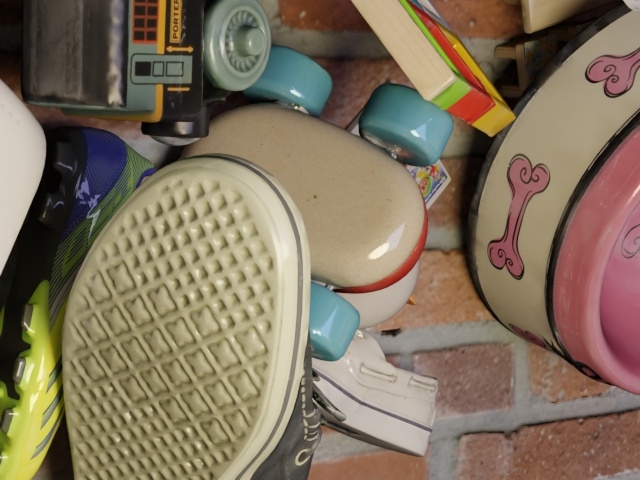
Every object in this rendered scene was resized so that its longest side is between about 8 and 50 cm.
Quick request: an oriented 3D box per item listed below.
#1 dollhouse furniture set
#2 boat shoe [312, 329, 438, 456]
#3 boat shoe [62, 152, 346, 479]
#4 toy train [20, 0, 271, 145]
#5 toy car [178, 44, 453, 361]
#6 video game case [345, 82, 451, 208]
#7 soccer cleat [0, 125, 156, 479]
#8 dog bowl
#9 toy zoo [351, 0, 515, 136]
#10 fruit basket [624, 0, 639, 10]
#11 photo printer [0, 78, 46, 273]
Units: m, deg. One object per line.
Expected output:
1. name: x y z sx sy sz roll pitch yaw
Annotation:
1. dollhouse furniture set: 0.286 -0.256 1.792 0.242 0.161 0.212 -23 112 -37
2. boat shoe: 0.016 0.113 1.666 0.267 0.096 0.088 28 75 -42
3. boat shoe: -0.084 0.119 1.441 0.156 0.187 0.500 -44 154 -41
4. toy train: -0.128 -0.235 1.420 0.190 0.142 0.334 -8 103 -55
5. toy car: 0.000 0.000 1.602 0.219 0.210 0.238 -64 159 -16
6. video game case: 0.065 -0.068 1.730 0.087 0.011 0.122 -51 127 -24
7. soccer cleat: -0.192 0.058 1.466 0.121 0.093 0.289 15 87 -41
8. dog bowl: 0.345 -0.031 1.792 0.408 0.150 0.408 -17 130 -22
9. toy zoo: 0.075 -0.177 1.566 0.030 0.192 0.293 -38 167 11
10. fruit basket: 0.280 -0.396 1.671 0.327 0.165 0.353 -27 75 -35
11. photo printer: -0.334 -0.010 1.317 0.256 0.107 0.307 31 77 -41
